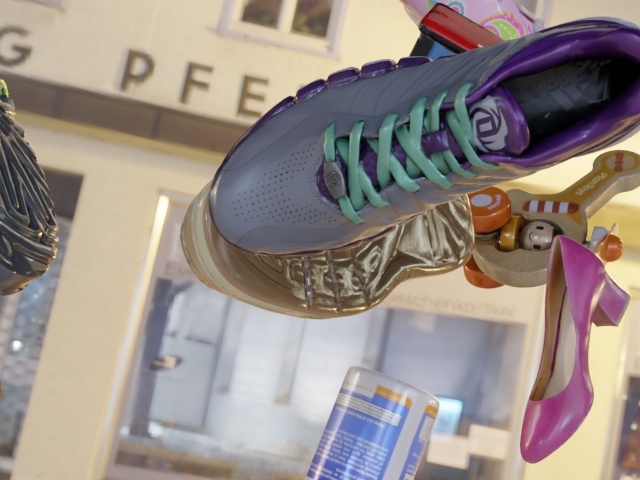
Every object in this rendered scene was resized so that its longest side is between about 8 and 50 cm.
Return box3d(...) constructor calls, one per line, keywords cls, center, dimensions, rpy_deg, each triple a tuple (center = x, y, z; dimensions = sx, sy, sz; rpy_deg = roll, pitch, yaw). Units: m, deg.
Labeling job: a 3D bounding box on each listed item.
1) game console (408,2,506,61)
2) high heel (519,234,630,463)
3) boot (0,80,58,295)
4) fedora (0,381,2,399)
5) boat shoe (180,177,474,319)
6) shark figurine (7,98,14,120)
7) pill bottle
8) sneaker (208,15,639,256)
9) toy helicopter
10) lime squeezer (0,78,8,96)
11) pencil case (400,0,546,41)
box3d(cls="game console", center=(0.145, -0.144, 0.968), dimensions=(0.144, 0.085, 0.124), rpy_deg=(30, 28, 2))
box3d(cls="high heel", center=(0.251, 0.115, 1.149), dimensions=(0.117, 0.244, 0.082), rpy_deg=(40, -19, -18))
box3d(cls="boot", center=(-0.451, 0.011, 0.860), dimensions=(0.445, 0.367, 0.146), rpy_deg=(-33, -39, 6))
box3d(cls="fedora", center=(-0.437, 0.144, 1.119), dimensions=(0.194, 0.194, 0.079), rpy_deg=(14, 17, -17))
box3d(cls="boat shoe", center=(0.000, 0.000, 0.821), dimensions=(0.110, 0.122, 0.341), rpy_deg=(-10, -5, 34))
box3d(cls="shark figurine", center=(-0.374, -0.036, 1.068), dimensions=(0.116, 0.166, 0.278), rpy_deg=(26, -20, -37))
box3d(cls="pill bottle", center=(0.063, 0.338, 1.573), dimensions=(0.152, 0.272, 0.152), rpy_deg=(22, -11, 4))
box3d(cls="sneaker", center=(0.046, -0.051, 0.471), dimensions=(0.223, 0.083, 0.098), rpy_deg=(-21, 2, 8))
box3d(cls="toy helicopter", center=(0.386, -0.039, 1.600), dimensions=(0.235, 0.355, 0.140), rpy_deg=(26, -40, 43))
box3d(cls="lime squeezer", center=(-0.386, -0.153, 1.122), dimensions=(0.110, 0.059, 0.310), rpy_deg=(-22, -39, 26))
box3d(cls="pencil case", center=(0.156, -0.284, 1.231), dimensions=(0.284, 0.124, 0.124), rpy_deg=(41, -24, -28))
